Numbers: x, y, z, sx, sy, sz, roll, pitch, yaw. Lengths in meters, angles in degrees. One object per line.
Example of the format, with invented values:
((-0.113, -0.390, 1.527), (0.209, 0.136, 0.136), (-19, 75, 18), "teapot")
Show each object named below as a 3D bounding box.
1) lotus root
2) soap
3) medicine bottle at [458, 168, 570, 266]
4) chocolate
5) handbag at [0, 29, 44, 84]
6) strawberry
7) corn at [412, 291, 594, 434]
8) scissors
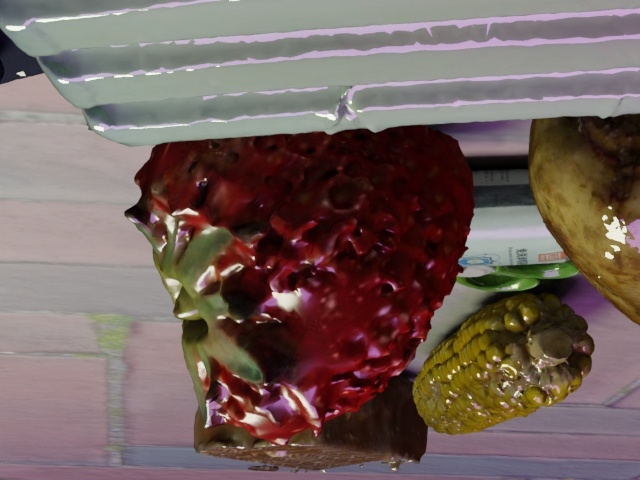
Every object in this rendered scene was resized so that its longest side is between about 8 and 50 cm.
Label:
((0.188, -0.019, 0.971), (0.145, 0.128, 0.260), (31, 174, 25), "lotus root")
((0.060, -0.122, 0.645), (0.347, 0.115, 0.208), (-3, 165, 10), "soap")
((0.128, -0.014, 1.140), (0.208, 0.053, 0.090), (-2, 164, 6), "medicine bottle")
((-0.010, 0.161, 1.699), (0.148, 0.093, 0.214), (-12, 161, 33), "chocolate")
((-0.241, -0.122, 0.671), (0.269, 0.118, 0.326), (-8, 164, 25), "handbag")
((0.000, 0.000, 1.007), (0.201, 0.187, 0.184), (-23, 148, -22), "strawberry")
((0.141, 0.106, 1.503), (0.097, 0.097, 0.320), (3, 166, -10), "corn")
((0.083, 0.009, 1.275), (0.204, 0.027, 0.101), (8, 161, -32), "scissors")
